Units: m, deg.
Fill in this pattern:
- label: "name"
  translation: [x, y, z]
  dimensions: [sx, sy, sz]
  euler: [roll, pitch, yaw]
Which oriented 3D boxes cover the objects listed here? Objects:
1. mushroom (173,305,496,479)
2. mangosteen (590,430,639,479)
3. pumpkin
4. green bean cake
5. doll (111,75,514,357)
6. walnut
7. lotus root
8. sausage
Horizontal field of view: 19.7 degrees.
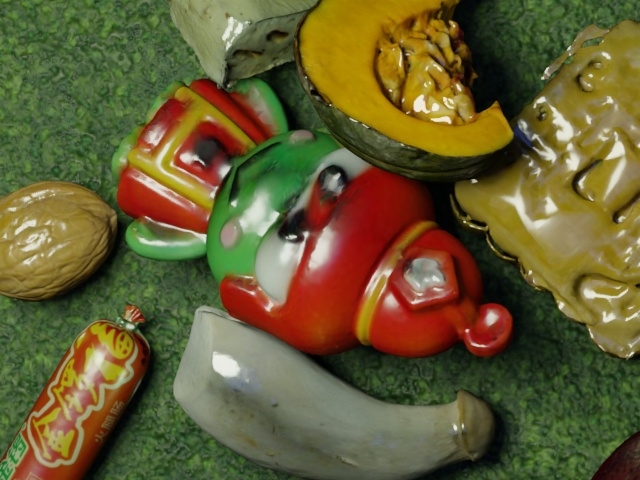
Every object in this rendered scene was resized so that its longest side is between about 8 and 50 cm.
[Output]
- label: "mushroom"
  translation: [0.008, 0.147, 1.534]
  dimensions: [0.270, 0.103, 0.118]
  euler: [19, 101, -3]
- label: "mangosteen"
  translation: [0.334, 0.240, 1.383]
  dimensions: [0.300, 0.300, 0.300]
  euler: [0, 89, 8]
- label: "pumpkin"
  translation: [0.039, -0.139, 1.461]
  dimensions: [0.163, 0.111, 0.278]
  euler: [7, 48, -20]
- label: "green bean cake"
  translation: [0.245, -0.040, 1.480]
  dimensions: [0.230, 0.131, 0.224]
  euler: [-45, 82, 4]
- label: "doll"
  translation: [0.000, -0.001, 1.490]
  dimensions: [0.363, 0.160, 0.182]
  euler: [29, 69, 25]
- label: "walnut"
  translation: [-0.232, 0.000, 1.568]
  dimensions: [0.124, 0.105, 0.105]
  euler: [-18, 86, 4]
- label: "lotus root"
  translation: [-0.063, -0.208, 1.533]
  dimensions: [0.143, 0.070, 0.144]
  euler: [-32, 64, -35]
- label: "sausage"
  translation: [-0.224, 0.170, 1.575]
  dimensions: [0.083, 0.083, 0.264]
  euler: [31, 92, 8]
